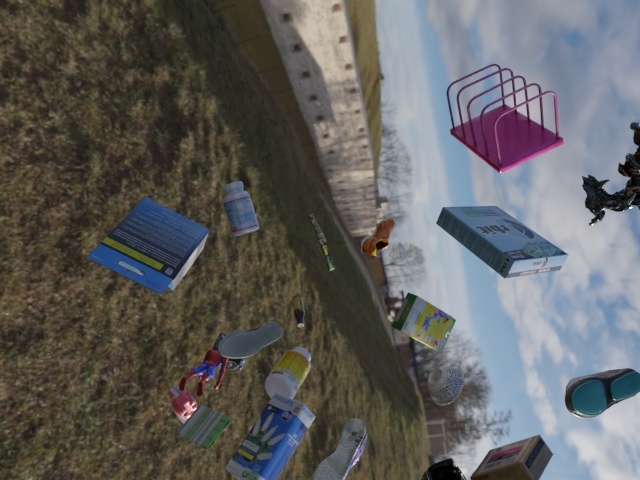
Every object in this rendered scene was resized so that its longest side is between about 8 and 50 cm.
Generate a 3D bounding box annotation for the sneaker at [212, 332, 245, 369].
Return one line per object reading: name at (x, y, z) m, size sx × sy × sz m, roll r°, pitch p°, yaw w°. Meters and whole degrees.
sneaker at (-0.392, 0.486, 2.176) m, size 0.341 × 0.139 × 0.125 m, roll 107°, pitch 5°, yaw -72°

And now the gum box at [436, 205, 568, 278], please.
gum box at (0.336, -0.004, 0.943) m, size 0.184 × 0.156 × 0.041 m, roll 49°, pitch -48°, yaw 44°

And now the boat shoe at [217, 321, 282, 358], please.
boat shoe at (-0.198, 0.278, 1.374) m, size 0.206 × 0.065 × 0.075 m, roll -14°, pitch 74°, yaw -45°

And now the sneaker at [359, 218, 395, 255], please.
sneaker at (0.182, -0.005, 1.495) m, size 0.175 × 0.067 × 0.064 m, roll -46°, pitch 143°, yaw -39°

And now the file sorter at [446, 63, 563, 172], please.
file sorter at (0.523, -0.372, 1.472) m, size 0.291 × 0.202 × 0.182 m, roll -117°, pitch -178°, yaw -52°

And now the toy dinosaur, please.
toy dinosaur at (0.744, -0.114, 1.182) m, size 0.164 × 0.218 × 0.322 m, roll 24°, pitch 66°, yaw -53°

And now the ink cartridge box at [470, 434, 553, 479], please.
ink cartridge box at (0.675, 0.799, 1.787) m, size 0.193 × 0.234 × 0.088 m, roll -20°, pitch 73°, yaw -49°

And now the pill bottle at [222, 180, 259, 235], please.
pill bottle at (-0.255, -0.100, 1.584) m, size 0.087 × 0.087 × 0.160 m, roll -23°, pitch 96°, yaw -84°

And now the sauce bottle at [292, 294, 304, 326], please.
sauce bottle at (-0.079, 0.261, 1.864) m, size 0.042 × 0.042 × 0.128 m, roll 75°, pitch 3°, yaw -48°

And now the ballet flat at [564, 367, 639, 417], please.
ballet flat at (0.756, 0.419, 1.399) m, size 0.106 × 0.315 × 0.108 m, roll -16°, pitch -104°, yaw 63°

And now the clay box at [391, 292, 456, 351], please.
clay box at (0.348, 0.274, 1.674) m, size 0.053 × 0.222 × 0.128 m, roll 18°, pitch -101°, yaw 56°

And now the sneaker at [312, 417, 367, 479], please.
sneaker at (0.090, 0.812, 1.866) m, size 0.293 × 0.102 × 0.146 m, roll -52°, pitch 148°, yaw -18°

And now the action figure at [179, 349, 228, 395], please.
action figure at (-0.381, 0.456, 1.675) m, size 0.280 × 0.091 × 0.139 m, roll -50°, pitch 156°, yaw -75°

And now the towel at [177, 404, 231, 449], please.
towel at (-0.347, 0.558, 1.508) m, size 0.113 × 0.152 × 0.023 m, roll -50°, pitch 128°, yaw -34°

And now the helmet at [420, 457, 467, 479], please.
helmet at (0.437, 0.874, 1.789) m, size 0.170 × 0.161 × 0.169 m, roll 60°, pitch -5°, yaw 8°

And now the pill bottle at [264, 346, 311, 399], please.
pill bottle at (-0.110, 0.478, 1.834) m, size 0.215 × 0.117 × 0.117 m, roll -48°, pitch 131°, yaw -60°

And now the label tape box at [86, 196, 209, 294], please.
label tape box at (-0.530, 0.037, 1.570) m, size 0.106 × 0.240 × 0.334 m, roll -60°, pitch -175°, yaw 38°

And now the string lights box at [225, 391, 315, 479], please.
string lights box at (-0.144, 0.590, 1.478) m, size 0.260 × 0.133 × 0.077 m, roll -54°, pitch 129°, yaw -29°

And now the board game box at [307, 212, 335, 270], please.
board game box at (0.000, 0.000, 1.897) m, size 0.260 × 0.030 × 0.136 m, roll -115°, pitch -176°, yaw -65°

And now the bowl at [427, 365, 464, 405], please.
bowl at (0.487, 0.568, 2.035) m, size 0.080 × 0.170 × 0.170 m, roll 39°, pitch 24°, yaw -19°

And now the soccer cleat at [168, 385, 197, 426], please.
soccer cleat at (-0.444, 0.567, 1.667) m, size 0.095 × 0.083 × 0.248 m, roll 36°, pitch -34°, yaw 27°
